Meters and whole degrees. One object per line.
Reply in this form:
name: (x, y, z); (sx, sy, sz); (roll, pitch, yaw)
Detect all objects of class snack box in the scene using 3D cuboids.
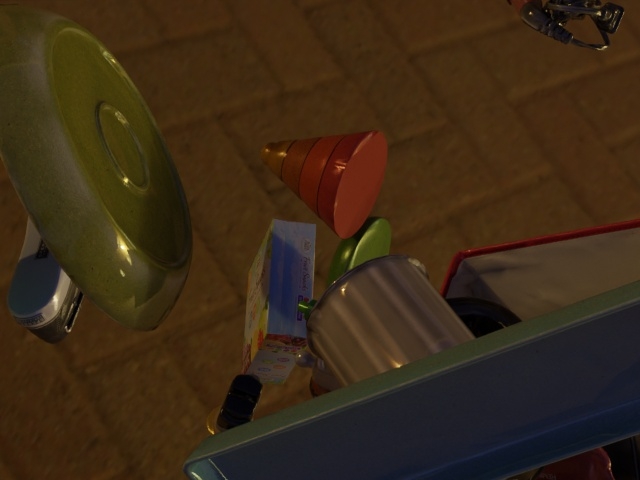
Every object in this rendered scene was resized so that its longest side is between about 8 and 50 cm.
snack box: (-0.060, 0.090, 2.078); (0.070, 0.207, 0.175); (8, 66, -11)

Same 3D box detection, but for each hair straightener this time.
hair straightener: (0.116, 0.134, 0.918); (0.089, 0.230, 0.047); (-14, 92, -40)

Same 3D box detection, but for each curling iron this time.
curling iron: (0.155, -0.182, 1.064); (0.068, 0.035, 0.274); (16, 17, -11)

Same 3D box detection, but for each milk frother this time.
milk frother: (0.060, 0.107, 0.835); (0.129, 0.143, 0.135); (11, 32, -42)

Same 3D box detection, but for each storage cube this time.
storage cube: (0.200, 0.117, 1.109); (0.184, 0.214, 0.193); (-60, 135, -57)

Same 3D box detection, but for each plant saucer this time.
plant saucer: (0.049, 0.063, 0.526); (0.018, 0.192, 0.067); (-97, 161, -49)
plant saucer: (-0.146, -0.056, 0.988); (0.241, 0.037, 0.241); (60, 14, -26)

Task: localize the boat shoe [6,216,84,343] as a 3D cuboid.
boat shoe: (-0.258, 0.005, 1.528); (0.076, 0.080, 0.229); (60, 31, -47)

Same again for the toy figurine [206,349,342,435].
toy figurine: (-0.011, 0.235, 1.692); (0.213, 0.148, 0.210); (-23, 71, -18)

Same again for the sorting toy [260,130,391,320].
sorting toy: (0.000, 0.000, 1.678); (0.126, 0.366, 0.127); (21, 56, 20)
